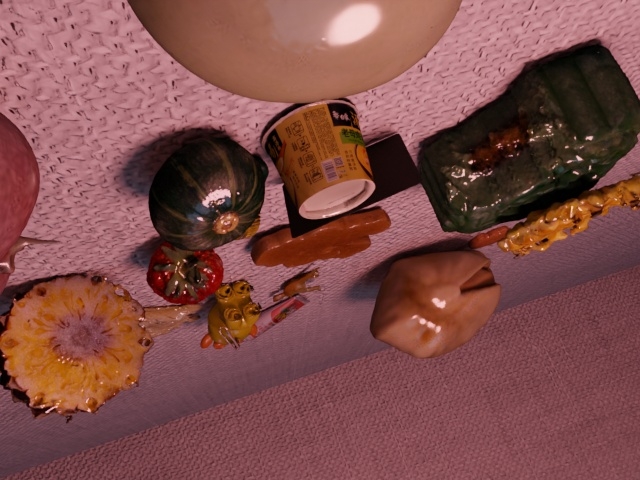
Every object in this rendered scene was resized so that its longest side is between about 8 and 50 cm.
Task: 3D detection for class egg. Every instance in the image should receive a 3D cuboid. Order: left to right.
[{"bbox_3d":[-0.015,-0.213,0.449,0.269,0.219,0.219,-12,158,-31],"label":"egg"}]

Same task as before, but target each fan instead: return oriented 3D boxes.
[{"bbox_3d":[-0.113,-0.066,0.932,0.039,0.082,0.155,-12,147,-36],"label":"fan"}]

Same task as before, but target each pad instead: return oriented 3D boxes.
[{"bbox_3d":[0.043,-0.088,0.939,0.211,0.143,0.003,-23,132,8],"label":"pad"}]

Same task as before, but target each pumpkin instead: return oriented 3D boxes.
[{"bbox_3d":[-0.152,-0.063,0.820,0.167,0.125,0.167,-17,144,-13],"label":"pumpkin"}]

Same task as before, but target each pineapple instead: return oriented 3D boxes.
[{"bbox_3d":[-0.464,0.206,1.123,0.262,0.263,0.271,-10,170,-26],"label":"pineapple"}]

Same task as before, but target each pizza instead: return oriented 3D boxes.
[{"bbox_3d":[-0.387,0.193,1.374,0.262,0.034,0.181,-4,153,-37],"label":"pizza"}]

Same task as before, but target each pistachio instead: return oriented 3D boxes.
[{"bbox_3d":[0.311,0.156,1.626,0.365,0.282,0.445,-31,175,37],"label":"pistachio"}]

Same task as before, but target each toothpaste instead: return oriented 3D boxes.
[{"bbox_3d":[-0.141,0.211,1.636,0.234,0.057,0.089,-32,157,8],"label":"toothpaste"}]

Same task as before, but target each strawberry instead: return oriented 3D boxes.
[{"bbox_3d":[-0.233,0.051,1.064,0.131,0.131,0.148,-22,-171,4],"label":"strawberry"}]

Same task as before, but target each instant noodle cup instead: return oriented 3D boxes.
[{"bbox_3d":[0.003,-0.108,0.857,0.151,0.122,0.151,-16,161,-6],"label":"instant noodle cup"}]

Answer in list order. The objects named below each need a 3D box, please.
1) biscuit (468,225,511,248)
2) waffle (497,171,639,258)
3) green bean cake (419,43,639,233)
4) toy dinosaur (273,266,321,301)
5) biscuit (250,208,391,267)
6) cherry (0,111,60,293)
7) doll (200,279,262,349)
[{"bbox_3d":[0.478,-0.006,1.700,0.130,0.019,0.102,-16,160,-13],"label":"biscuit"},{"bbox_3d":[0.452,-0.040,1.082,0.280,0.060,0.262,-25,168,12],"label":"waffle"},{"bbox_3d":[0.338,-0.144,1.013,0.307,0.169,0.300,-18,161,-3],"label":"green bean cake"},{"bbox_3d":[-0.060,0.106,1.455,0.126,0.039,0.162,-16,158,-6],"label":"toy dinosaur"},{"bbox_3d":[-0.001,-0.003,1.231,0.295,0.044,0.186,-7,153,-34],"label":"biscuit"},{"bbox_3d":[-0.401,-0.031,0.550,0.307,0.221,0.261,11,137,-32],"label":"cherry"},{"bbox_3d":[-0.200,0.189,1.393,0.142,0.135,0.221,-12,146,-26],"label":"doll"}]
